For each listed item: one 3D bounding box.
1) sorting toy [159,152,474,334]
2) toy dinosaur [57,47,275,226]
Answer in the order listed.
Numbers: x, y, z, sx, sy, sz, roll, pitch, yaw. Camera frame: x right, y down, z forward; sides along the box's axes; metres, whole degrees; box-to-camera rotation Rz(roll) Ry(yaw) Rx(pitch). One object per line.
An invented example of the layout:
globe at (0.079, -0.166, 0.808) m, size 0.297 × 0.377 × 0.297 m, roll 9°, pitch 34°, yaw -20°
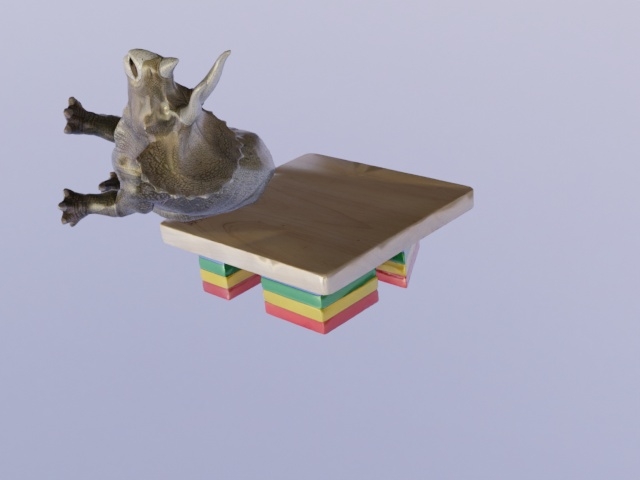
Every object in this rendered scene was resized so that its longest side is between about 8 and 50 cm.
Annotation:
sorting toy at (0.000, 0.000, 1.241) m, size 0.257 × 0.089 × 0.255 m, roll 16°, pitch -147°, yaw 40°
toy dinosaur at (-0.105, -0.057, 0.873) m, size 0.160 × 0.121 × 0.313 m, roll 6°, pitch 174°, yaw 18°
